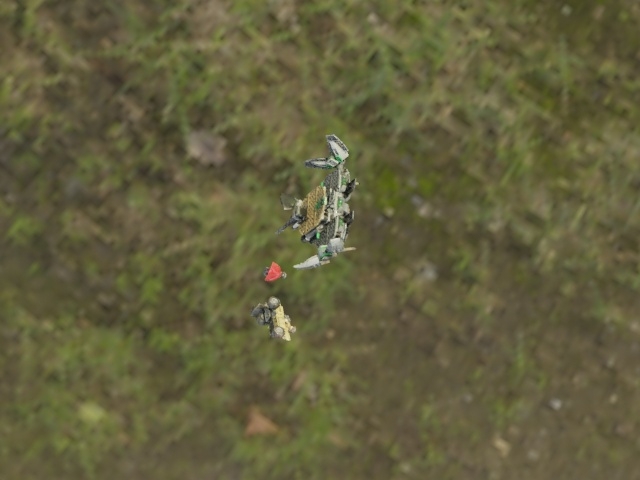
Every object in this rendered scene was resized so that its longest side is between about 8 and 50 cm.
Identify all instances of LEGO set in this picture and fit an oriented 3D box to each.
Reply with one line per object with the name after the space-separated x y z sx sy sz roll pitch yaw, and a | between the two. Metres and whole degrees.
-0.001 0.000 0.778 0.023 0.054 0.083 14 121 -24 | LEGO set
